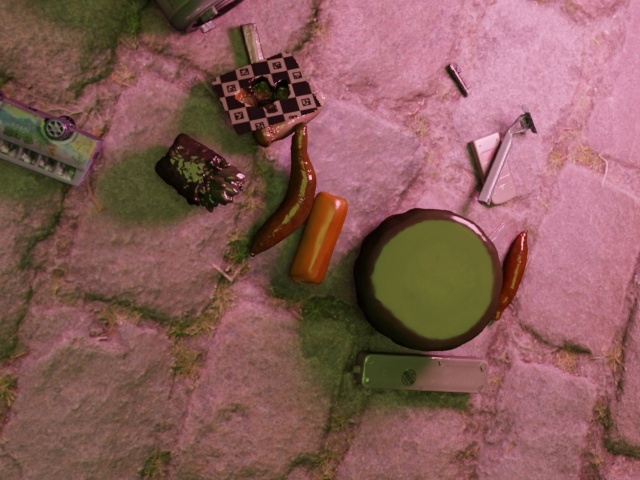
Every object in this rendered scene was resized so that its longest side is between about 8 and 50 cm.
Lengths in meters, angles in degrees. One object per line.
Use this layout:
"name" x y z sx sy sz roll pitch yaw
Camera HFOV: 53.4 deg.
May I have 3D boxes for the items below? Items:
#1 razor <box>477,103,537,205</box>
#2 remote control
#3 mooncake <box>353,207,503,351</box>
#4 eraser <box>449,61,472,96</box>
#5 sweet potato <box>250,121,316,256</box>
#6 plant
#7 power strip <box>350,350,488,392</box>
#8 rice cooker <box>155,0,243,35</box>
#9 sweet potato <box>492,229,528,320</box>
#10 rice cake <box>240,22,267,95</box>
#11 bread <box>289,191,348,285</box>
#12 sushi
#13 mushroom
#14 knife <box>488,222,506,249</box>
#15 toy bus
"razor" 0.487 -0.220 1.693 0.277 0.056 0.111 -59 145 -6
"remote control" 0.471 -0.193 1.730 0.088 0.029 0.190 -22 98 -14
"mooncake" 0.259 0.094 1.585 0.357 0.194 0.356 0 92 -3
"eraser" 0.374 -0.429 1.697 0.027 0.019 0.099 -43 103 -25
"sweet potato" -0.066 -0.109 1.540 0.108 0.079 0.346 16 97 -36
"plant" -0.276 -0.147 1.463 0.194 0.129 0.132 36 84 -11
"power strip" 0.259 0.345 1.673 0.386 0.062 0.091 6 91 -17
"rice cooker" -0.282 -0.621 1.375 0.317 0.264 0.316 8 119 15
"sweet potato" 0.525 0.096 1.744 0.057 0.057 0.264 19 85 -16
"rice cake" -0.153 -0.420 1.535 0.047 0.036 0.206 -14 96 -6
"bread" 0.000 0.000 1.573 0.093 0.074 0.239 20 87 -40
"sushi" -0.128 -0.335 1.494 0.210 0.040 0.192 -22 68 -12
"mushroom" -0.073 -0.296 1.545 0.209 0.084 0.071 -33 89 -18
"knife" 0.431 0.043 1.733 0.244 0.032 0.058 -38 97 -16
"toy bus" -0.646 -0.233 1.366 0.330 0.109 0.135 22 97 -15
